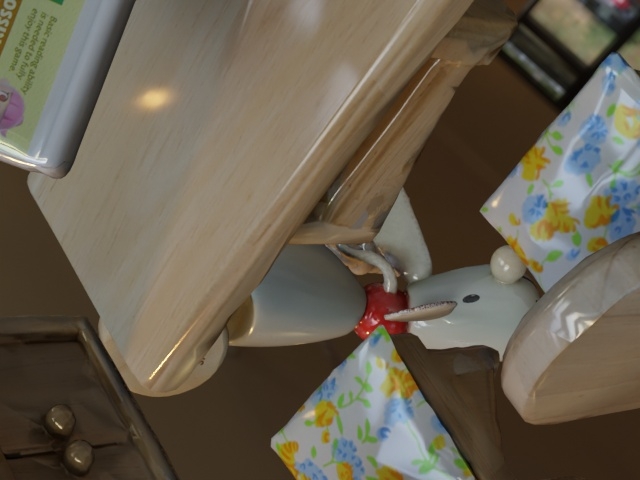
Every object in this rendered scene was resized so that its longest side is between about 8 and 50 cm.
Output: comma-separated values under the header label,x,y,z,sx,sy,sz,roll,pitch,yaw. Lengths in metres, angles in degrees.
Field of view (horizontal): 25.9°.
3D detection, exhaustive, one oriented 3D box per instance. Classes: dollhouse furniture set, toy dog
label,x,y,z,sx,sy,sz,roll,pitch,yaw
dollhouse furniture set,-0.101,0.001,0.516,0.256,0.394,0.362,0,-133,-47
toy dog,0.000,0.000,0.955,0.333,0.161,0.220,-10,-136,-34

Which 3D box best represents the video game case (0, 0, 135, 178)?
label,x,y,z,sx,sy,sz,roll,pitch,yaw
video game case,-0.125,-0.149,0.394,0.193,0.212,0.023,20,177,2
